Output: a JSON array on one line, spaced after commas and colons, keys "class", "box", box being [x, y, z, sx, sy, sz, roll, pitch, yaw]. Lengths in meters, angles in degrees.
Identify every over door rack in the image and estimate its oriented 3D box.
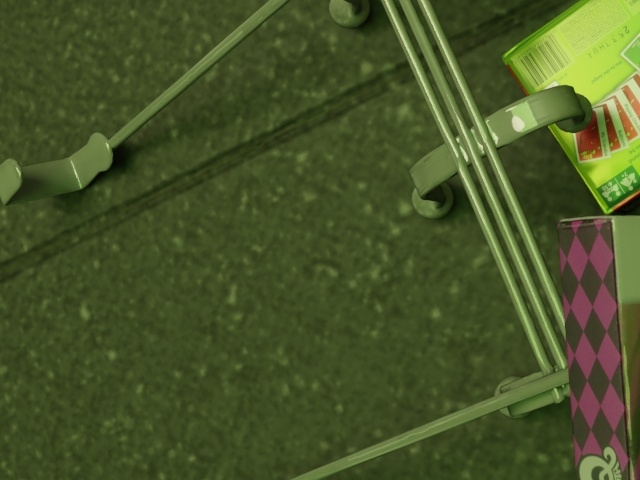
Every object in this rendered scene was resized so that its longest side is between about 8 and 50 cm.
[{"class": "over door rack", "box": [0.000, 0.000, 0.659, 0.324, 0.108, 0.239, -28, 79, 34]}]

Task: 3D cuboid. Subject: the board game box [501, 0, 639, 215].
[{"class": "board game box", "box": [0.186, -0.099, 0.603, 0.181, 0.043, 0.092, -36, 77, 19]}]

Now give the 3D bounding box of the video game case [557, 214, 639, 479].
[{"class": "video game case", "box": [0.198, 0.100, 0.526, 0.042, 0.210, 0.232, 172, 95, -65]}]
